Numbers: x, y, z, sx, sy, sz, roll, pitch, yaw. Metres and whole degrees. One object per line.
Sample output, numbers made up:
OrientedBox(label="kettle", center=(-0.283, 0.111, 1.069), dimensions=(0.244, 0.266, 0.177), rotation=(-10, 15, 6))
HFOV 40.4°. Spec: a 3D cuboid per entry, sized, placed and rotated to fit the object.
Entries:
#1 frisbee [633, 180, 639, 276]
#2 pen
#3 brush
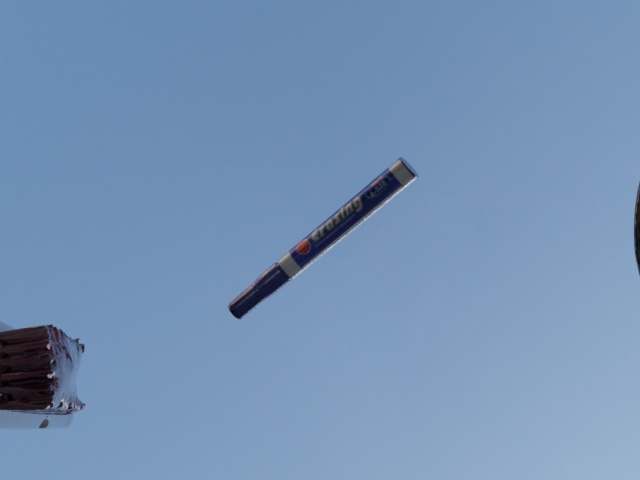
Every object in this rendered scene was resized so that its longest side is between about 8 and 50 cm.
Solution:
OrientedBox(label="frisbee", center=(0.371, -0.013, 0.735), dimensions=(0.251, 0.021, 0.250), rotation=(0, -89, -20))
OrientedBox(label="pen", center=(0.000, 0.000, 0.762), dimensions=(0.204, 0.025, 0.025), rotation=(-39, -92, 8))
OrientedBox(label="brush", center=(-0.178, 0.095, 0.584), dimensions=(0.050, 0.321, 0.060), rotation=(-5, -101, -10))
